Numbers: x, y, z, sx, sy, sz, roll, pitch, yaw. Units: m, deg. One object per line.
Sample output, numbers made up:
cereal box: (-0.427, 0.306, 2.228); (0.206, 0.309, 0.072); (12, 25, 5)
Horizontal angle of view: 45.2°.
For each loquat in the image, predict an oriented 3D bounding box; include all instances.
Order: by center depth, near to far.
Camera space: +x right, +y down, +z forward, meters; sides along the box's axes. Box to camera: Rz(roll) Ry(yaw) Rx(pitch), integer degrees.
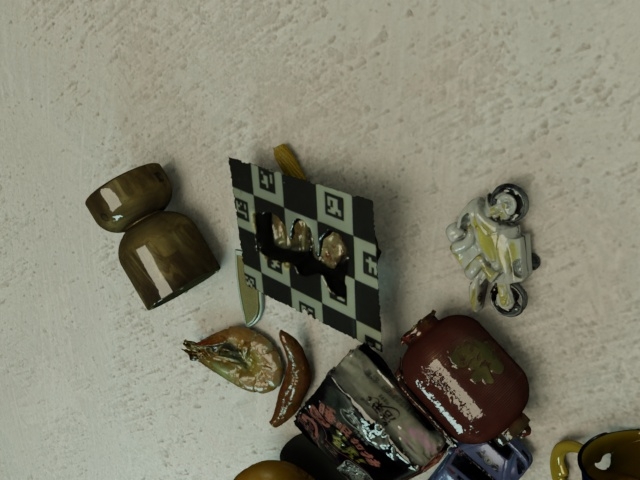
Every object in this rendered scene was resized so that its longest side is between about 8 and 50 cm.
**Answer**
loquat: (-0.097, 0.583, 1.613); (0.235, 0.235, 0.235); (14, 115, 31)

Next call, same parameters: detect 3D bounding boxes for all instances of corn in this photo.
corn: (-0.058, -0.140, 1.451); (0.037, 0.037, 0.092); (-30, 90, 39)

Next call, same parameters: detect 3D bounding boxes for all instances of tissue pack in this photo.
tissue pack: (0.089, 0.348, 1.431); (0.245, 0.123, 0.332); (45, 151, 11)

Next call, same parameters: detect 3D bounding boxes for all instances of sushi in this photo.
sushi: (0.000, 0.000, 1.437); (0.373, 0.100, 0.296); (20, 126, 41)

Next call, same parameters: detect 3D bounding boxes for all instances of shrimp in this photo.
shrimp: (-0.197, 0.251, 1.686); (0.267, 0.061, 0.145); (12, 112, 31)

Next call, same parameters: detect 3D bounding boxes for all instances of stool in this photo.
stool: (-0.351, -0.007, 1.623); (0.179, 0.179, 0.264); (-32, 88, 39)

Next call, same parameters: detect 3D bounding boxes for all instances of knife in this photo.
knife: (-0.147, 0.033, 1.586); (0.061, 0.027, 0.343); (9, 116, 21)

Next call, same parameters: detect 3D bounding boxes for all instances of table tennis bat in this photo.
table tennis bat: (-0.043, 0.522, 1.707); (0.154, 0.021, 0.274); (51, 126, 9)

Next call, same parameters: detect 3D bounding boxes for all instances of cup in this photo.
cup: (0.497, 0.434, 1.228); (0.178, 0.255, 0.256); (-10, 107, 0)

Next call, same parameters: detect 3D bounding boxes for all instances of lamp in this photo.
lamp: (0.241, 0.240, 1.292); (0.258, 0.180, 0.180); (49, 128, 13)

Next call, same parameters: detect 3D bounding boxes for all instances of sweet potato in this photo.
sweet potato: (-0.058, 0.292, 1.599); (0.078, 0.058, 0.255); (11, 123, 4)

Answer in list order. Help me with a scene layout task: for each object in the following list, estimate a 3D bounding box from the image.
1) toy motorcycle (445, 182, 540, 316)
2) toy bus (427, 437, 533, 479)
toy motorcycle: (0.272, 0.014, 1.251); (0.151, 0.074, 0.228); (10, 114, 35)
toy bus: (0.253, 0.457, 1.395); (0.125, 0.133, 0.292); (40, 126, 18)
